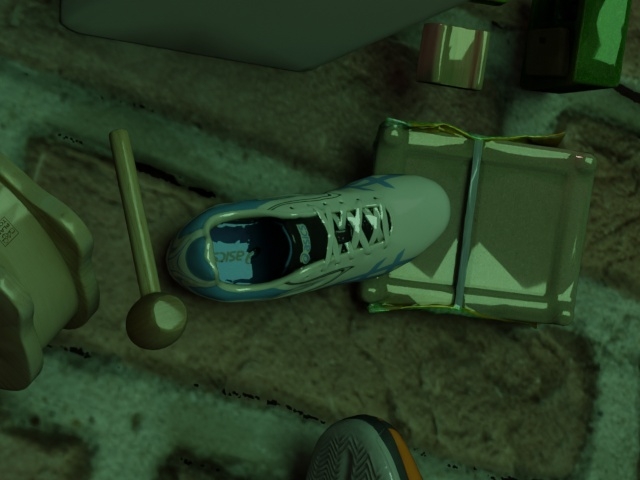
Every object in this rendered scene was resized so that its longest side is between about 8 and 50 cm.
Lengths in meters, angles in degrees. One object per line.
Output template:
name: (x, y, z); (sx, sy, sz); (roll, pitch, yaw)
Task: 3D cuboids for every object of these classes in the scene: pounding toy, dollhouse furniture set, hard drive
pounding toy: (-0.210, -0.006, 1.189); (0.269, 0.154, 0.155); (40, 60, 0)
dollhouse furniture set: (0.131, -0.085, 1.476); (0.197, 0.151, 0.301); (7, 94, -12)
hard drive: (-0.004, -0.198, 1.228); (0.233, 0.353, 0.047); (7, 76, -33)

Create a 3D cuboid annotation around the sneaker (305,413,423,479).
sneaker: (0.099, 0.271, 1.363); (0.180, 0.124, 0.321); (-22, 104, -39)

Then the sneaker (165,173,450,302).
sneaker: (0.000, 0.000, 1.328); (0.237, 0.086, 0.085); (-13, 98, -22)
